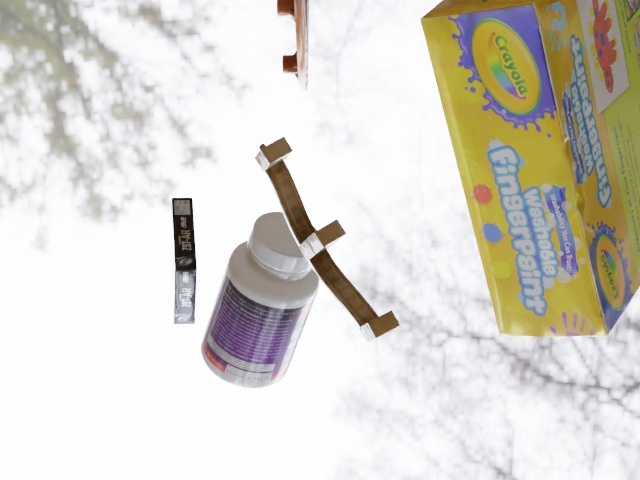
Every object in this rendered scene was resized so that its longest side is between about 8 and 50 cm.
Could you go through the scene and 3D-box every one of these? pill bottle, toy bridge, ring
[{"bbox_3d":[-0.063,0.066,1.732,0.108,0.193,0.108,13,-144,-10],"label":"pill bottle"},{"bbox_3d":[0.000,0.000,1.266,0.026,0.063,0.188,-31,-94,-18],"label":"toy bridge"},{"bbox_3d":[-0.031,-0.330,1.666,0.032,0.336,0.336,-1,-140,2],"label":"ring"}]

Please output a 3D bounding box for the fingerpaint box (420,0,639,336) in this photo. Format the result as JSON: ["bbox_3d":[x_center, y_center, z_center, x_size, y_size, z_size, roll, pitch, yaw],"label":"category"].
[{"bbox_3d":[0.319,-0.154,1.998,0.163,0.445,0.371,-2,-154,32],"label":"fingerpaint box"}]

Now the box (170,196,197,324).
[{"bbox_3d":[-0.112,0.016,1.252,0.018,0.067,0.083,-1,-133,-8],"label":"box"}]
